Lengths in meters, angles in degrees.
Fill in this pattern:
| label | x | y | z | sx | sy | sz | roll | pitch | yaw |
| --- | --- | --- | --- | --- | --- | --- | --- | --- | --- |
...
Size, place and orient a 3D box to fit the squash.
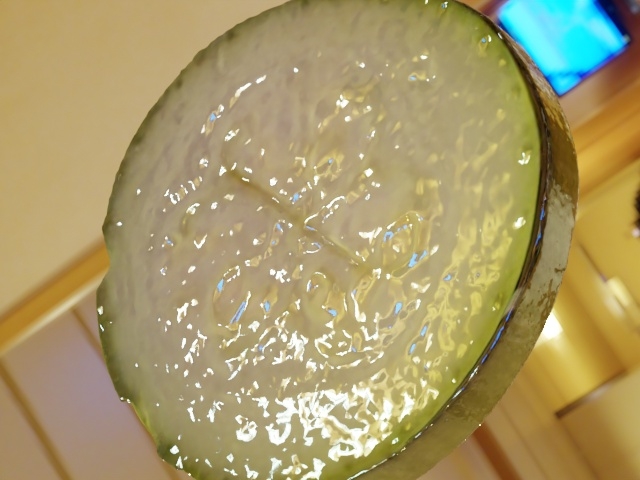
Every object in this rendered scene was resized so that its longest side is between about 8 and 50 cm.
| label | x | y | z | sx | sy | sz | roll | pitch | yaw |
| --- | --- | --- | --- | --- | --- | --- | --- | --- | --- |
| squash | 0.003 | 0.002 | 0.607 | 0.041 | 0.219 | 0.219 | 28 | -149 | -50 |
